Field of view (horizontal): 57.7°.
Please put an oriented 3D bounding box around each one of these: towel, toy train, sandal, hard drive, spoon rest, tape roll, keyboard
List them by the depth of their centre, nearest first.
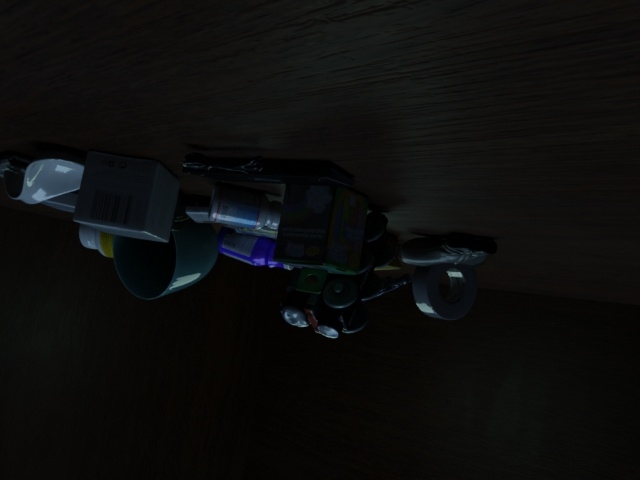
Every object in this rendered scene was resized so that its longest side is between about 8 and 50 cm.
[{"bbox_3d":[-0.116,-0.127,1.038,0.317,0.033,0.201,5,179,28],"label":"keyboard"},{"bbox_3d":[-0.602,-0.134,1.271,0.276,0.084,0.137,-8,161,35],"label":"spoon rest"},{"bbox_3d":[0.039,0.064,1.307,0.190,0.334,0.142,8,144,28],"label":"toy train"},{"bbox_3d":[-0.420,-0.083,1.531,0.086,0.120,0.303,30,179,6],"label":"sandal"},{"bbox_3d":[-0.709,-0.155,1.539,0.312,0.056,0.324,3,172,45],"label":"towel"},{"bbox_3d":[-0.671,-0.102,1.586,0.210,0.040,0.318,12,175,-6],"label":"hard drive"},{"bbox_3d":[0.401,0.143,1.869,0.219,0.219,0.072,13,172,-29],"label":"tape roll"}]

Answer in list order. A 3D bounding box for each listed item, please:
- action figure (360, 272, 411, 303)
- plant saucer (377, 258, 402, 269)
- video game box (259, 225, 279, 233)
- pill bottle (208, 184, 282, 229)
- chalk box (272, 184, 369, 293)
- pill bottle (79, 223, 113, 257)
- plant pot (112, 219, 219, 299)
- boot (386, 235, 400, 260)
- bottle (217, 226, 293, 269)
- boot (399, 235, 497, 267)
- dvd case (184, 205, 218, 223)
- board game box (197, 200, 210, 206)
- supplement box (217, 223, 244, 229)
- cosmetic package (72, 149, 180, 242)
[{"bbox_3d":[0.117,0.124,1.950,0.341,0.179,0.330,-24,166,25],"label":"action figure"},{"bbox_3d":[0.078,0.037,2.020,0.332,0.081,0.332,11,173,-15],"label":"plant saucer"},{"bbox_3d":[-0.182,-0.042,1.839,0.187,0.048,0.205,7,174,-2],"label":"video game box"},{"bbox_3d":[-0.174,-0.073,1.350,0.160,0.087,0.087,11,173,-16],"label":"pill bottle"},{"bbox_3d":[0.000,0.000,1.170,0.132,0.213,0.132,5,173,36],"label":"chalk box"},{"bbox_3d":[-0.706,-0.020,2.153,0.333,0.188,0.188,8,174,11],"label":"pill bottle"},{"bbox_3d":[-0.464,0.022,1.828,0.292,0.293,0.235,5,-173,33],"label":"plant pot"},{"bbox_3d":[0.157,0.017,1.773,0.152,0.073,0.197,12,172,13],"label":"boot"},{"bbox_3d":[-0.215,0.025,1.972,0.282,0.118,0.092,18,161,19],"label":"bottle"},{"bbox_3d":[0.334,0.016,1.543,0.246,0.084,0.161,3,166,8],"label":"boot"},{"bbox_3d":[-0.238,-0.068,1.625,0.252,0.022,0.180,1,172,-2],"label":"dvd case"},{"bbox_3d":[-0.301,-0.092,1.667,0.090,0.020,0.090,11,173,-25],"label":"board game box"},{"bbox_3d":[-0.212,-0.072,1.423,0.043,0.083,0.055,3,171,42],"label":"supplement box"},{"bbox_3d":[-0.408,-0.089,1.248,0.151,0.152,0.184,10,173,1],"label":"cosmetic package"}]
